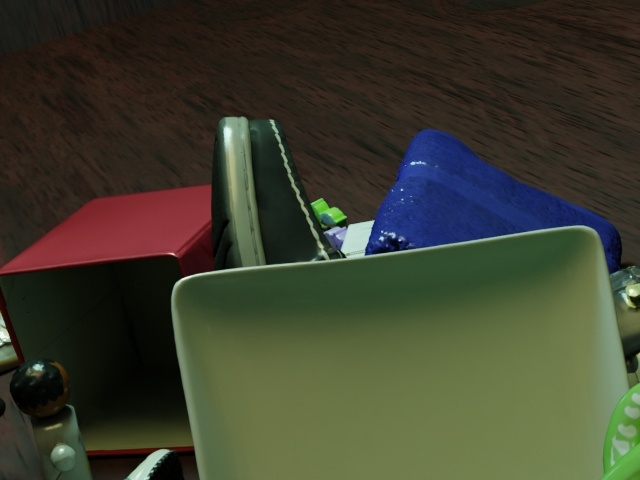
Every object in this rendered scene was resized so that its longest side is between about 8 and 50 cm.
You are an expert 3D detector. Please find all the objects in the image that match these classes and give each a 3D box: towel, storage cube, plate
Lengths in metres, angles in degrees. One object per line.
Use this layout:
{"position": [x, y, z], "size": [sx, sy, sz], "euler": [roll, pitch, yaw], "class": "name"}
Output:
{"position": [0.154, 0.017, 1.433], "size": [0.228, 0.076, 0.308], "euler": [28, 22, 0], "class": "towel"}
{"position": [-0.145, 0.068, 1.469], "size": [0.215, 0.183, 0.193], "euler": [-7, 19, 23], "class": "storage cube"}
{"position": [0.062, 0.142, 1.006], "size": [0.277, 0.278, 0.045], "euler": [-7, -15, -9], "class": "plate"}

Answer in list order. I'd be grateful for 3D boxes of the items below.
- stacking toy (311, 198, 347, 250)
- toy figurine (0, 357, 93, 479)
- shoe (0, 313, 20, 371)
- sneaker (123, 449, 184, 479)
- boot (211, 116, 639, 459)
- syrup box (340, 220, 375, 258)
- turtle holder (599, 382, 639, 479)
{"position": [0.000, 0.000, 1.756], "size": [0.167, 0.052, 0.221], "euler": [-27, 22, -32], "class": "stacking toy"}
{"position": [-0.303, 0.178, 1.324], "size": [0.210, 0.148, 0.213], "euler": [0, 23, 36], "class": "toy figurine"}
{"position": [-0.300, 0.078, 1.736], "size": [0.219, 0.058, 0.077], "euler": [-28, 23, -35], "class": "shoe"}
{"position": [-0.164, 0.211, 1.271], "size": [0.075, 0.057, 0.161], "euler": [0, 26, 22], "class": "sneaker"}
{"position": [0.087, 0.069, 1.122], "size": [0.284, 0.377, 0.138], "euler": [-13, -23, -10], "class": "boot"}
{"position": [0.064, 0.061, 1.473], "size": [0.096, 0.093, 0.237], "euler": [-10, 20, 12], "class": "syrup box"}
{"position": [0.215, 0.198, 0.770], "size": [0.320, 0.243, 0.227], "euler": [-1, 39, 10], "class": "turtle holder"}
